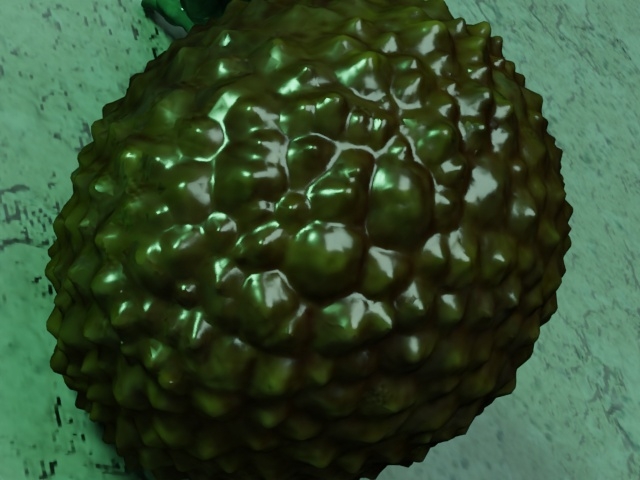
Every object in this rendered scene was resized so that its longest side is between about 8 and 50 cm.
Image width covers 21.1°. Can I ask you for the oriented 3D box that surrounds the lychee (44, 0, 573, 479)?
[{"bbox_3d":[0.000,0.000,0.646,0.200,0.200,0.238,53,25,6],"label":"lychee"}]

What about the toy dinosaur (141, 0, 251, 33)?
[{"bbox_3d":[-0.040,-0.123,0.754,0.120,0.079,0.292,43,0,21],"label":"toy dinosaur"}]
